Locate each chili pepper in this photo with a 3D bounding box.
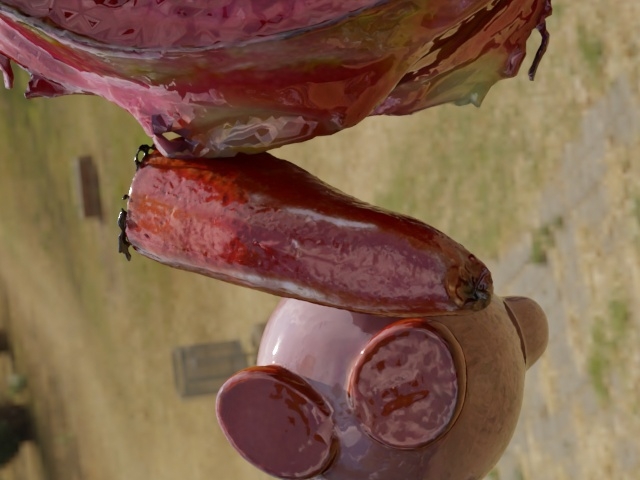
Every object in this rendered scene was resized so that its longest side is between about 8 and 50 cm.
[{"bbox_3d":[0.002,0.001,0.668,0.169,0.088,0.064,19,120,34],"label":"chili pepper"}]

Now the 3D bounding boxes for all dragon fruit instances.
[{"bbox_3d":[-0.019,-0.202,0.759,0.386,0.371,0.249,45,174,24],"label":"dragon fruit"}]

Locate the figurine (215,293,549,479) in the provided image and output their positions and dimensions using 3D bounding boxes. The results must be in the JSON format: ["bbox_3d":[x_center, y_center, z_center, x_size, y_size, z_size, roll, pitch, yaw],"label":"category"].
[{"bbox_3d":[0.046,0.083,0.947,0.173,0.173,0.173,174,90,-78],"label":"figurine"}]
